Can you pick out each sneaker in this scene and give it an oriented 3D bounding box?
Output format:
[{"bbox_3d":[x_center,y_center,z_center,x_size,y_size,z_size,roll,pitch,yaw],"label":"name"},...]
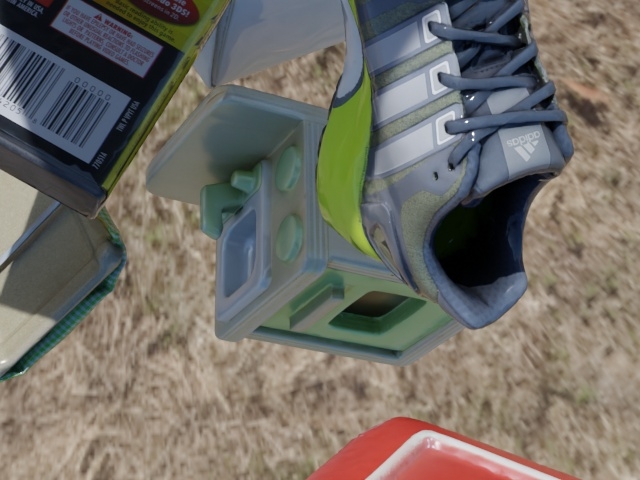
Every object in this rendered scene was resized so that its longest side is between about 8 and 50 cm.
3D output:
[{"bbox_3d":[0.068,-0.087,0.639,0.111,0.121,0.300,-23,136,-20],"label":"sneaker"}]

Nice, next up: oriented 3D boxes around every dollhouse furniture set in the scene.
[{"bbox_3d":[-0.251,0.059,1.153,0.301,0.197,0.151,-42,142,14],"label":"dollhouse furniture set"}]

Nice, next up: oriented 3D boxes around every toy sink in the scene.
[{"bbox_3d":[0.000,0.000,1.026,0.234,0.131,0.153,14,149,-26],"label":"toy sink"}]

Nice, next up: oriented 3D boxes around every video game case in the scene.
[{"bbox_3d":[-0.186,-0.177,0.778,0.275,0.035,0.248,29,60,-4],"label":"video game case"}]

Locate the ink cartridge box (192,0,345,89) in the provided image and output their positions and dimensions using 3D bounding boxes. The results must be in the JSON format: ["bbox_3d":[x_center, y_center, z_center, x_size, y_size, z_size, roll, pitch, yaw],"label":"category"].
[{"bbox_3d":[-0.059,-0.340,1.126,0.279,0.384,0.160,-23,154,-24],"label":"ink cartridge box"}]

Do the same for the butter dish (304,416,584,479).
[{"bbox_3d":[0.052,0.153,0.488,0.160,0.160,0.118,18,115,25],"label":"butter dish"}]
